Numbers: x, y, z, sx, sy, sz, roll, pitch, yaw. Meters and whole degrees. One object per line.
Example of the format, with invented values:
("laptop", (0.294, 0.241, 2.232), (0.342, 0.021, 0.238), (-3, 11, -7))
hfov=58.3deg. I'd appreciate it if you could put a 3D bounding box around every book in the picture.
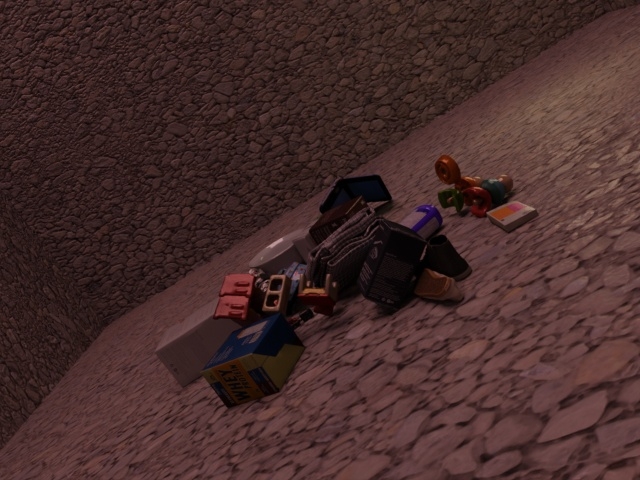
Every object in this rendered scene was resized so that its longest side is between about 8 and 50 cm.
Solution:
("book", (0.543, -0.073, 1.629), (0.096, 0.035, 0.144), (-29, 14, 4))

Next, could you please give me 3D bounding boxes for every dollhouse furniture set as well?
("dollhouse furniture set", (-0.115, 0.211, 1.766), (0.373, 0.201, 0.152), (-1, 62, 24))

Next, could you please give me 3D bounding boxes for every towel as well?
("towel", (0.086, 0.048, 1.889), (0.283, 0.121, 0.235), (-38, -18, -24))

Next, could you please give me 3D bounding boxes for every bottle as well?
("bottle", (0.278, -0.008, 1.884), (0.283, 0.092, 0.118), (-40, 16, -26))

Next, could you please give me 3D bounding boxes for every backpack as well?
("backpack", (-0.107, 0.152, 2.026), (0.158, 0.116, 0.173), (-52, -11, -55))

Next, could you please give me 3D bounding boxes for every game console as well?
("game console", (0.159, -0.162, 2.528), (0.250, 0.173, 0.293), (-59, -26, -6))

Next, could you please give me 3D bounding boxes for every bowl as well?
("bowl", (-0.153, 0.082, 2.484), (0.297, 0.134, 0.298), (-30, 13, 7))

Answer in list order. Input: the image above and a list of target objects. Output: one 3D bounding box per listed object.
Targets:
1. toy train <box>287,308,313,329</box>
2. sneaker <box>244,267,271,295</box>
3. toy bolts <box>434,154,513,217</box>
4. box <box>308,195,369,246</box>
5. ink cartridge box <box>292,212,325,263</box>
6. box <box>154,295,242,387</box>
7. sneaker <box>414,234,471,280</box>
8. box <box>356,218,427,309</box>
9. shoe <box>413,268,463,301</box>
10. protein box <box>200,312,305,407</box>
("toy train", (-0.094, 0.271, 1.872), (0.158, 0.036, 0.027), (-34, 13, -2))
("sneaker", (-0.242, 0.186, 2.309), (0.122, 0.146, 0.330), (-36, 15, -20))
("toy bolts", (0.500, -0.194, 1.850), (0.158, 0.218, 0.228), (-31, 30, -18))
("box", (0.099, -0.042, 2.266), (0.203, 0.169, 0.167), (-23, 16, 38))
("ink cartridge box", (0.000, 0.000, 2.384), (0.086, 0.153, 0.208), (-21, 17, 45))
("box", (-0.388, 0.331, 2.064), (0.345, 0.168, 0.215), (-33, 13, 3))
("sneaker", (0.309, 0.042, 1.567), (0.083, 0.118, 0.222), (-39, 14, -24))
("box", (0.192, 0.061, 1.584), (0.153, 0.108, 0.207), (-105, 36, -76))
("shoe", (0.297, 0.121, 1.472), (0.077, 0.058, 0.219), (-65, 11, -1))
("protein box", (-0.188, 0.338, 1.631), (0.201, 0.136, 0.200), (-25, 15, 31))
